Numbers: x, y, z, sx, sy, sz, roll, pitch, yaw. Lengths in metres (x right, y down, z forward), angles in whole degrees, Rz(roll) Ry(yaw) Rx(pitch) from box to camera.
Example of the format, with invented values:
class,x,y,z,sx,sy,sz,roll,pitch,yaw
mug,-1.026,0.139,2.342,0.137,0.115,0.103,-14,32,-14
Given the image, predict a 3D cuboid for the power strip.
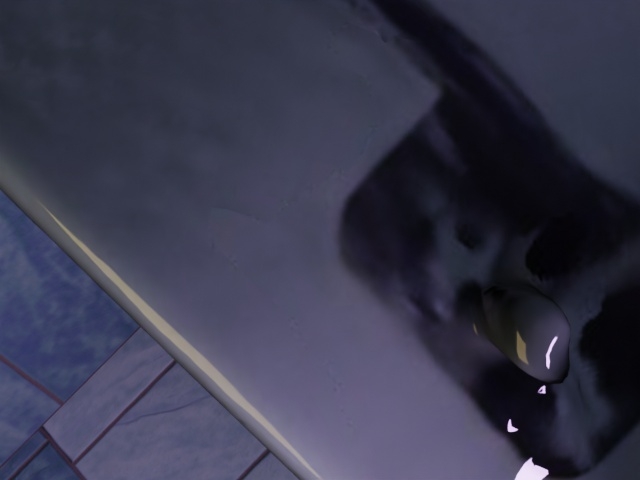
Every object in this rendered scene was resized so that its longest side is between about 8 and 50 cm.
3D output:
class,x,y,z,sx,sy,sz,roll,pitch,yaw
power strip,0.013,-0.020,0.484,0.357,0.161,0.357,44,174,6
